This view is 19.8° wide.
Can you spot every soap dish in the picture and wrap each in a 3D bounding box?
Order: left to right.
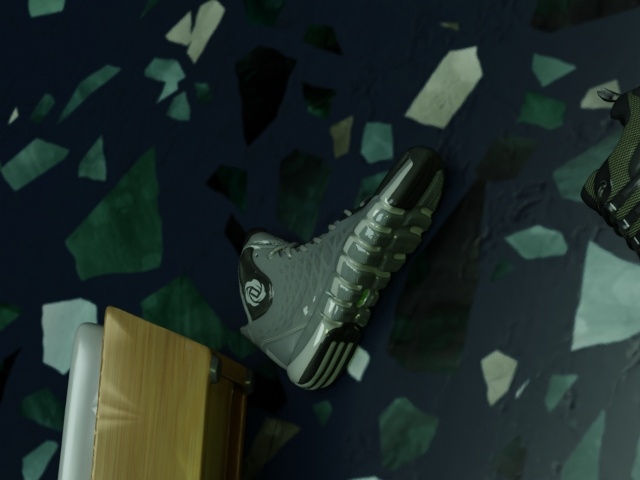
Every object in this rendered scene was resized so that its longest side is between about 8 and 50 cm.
[{"bbox_3d":[-0.133,0.211,1.496,0.118,0.229,0.291,2,81,8],"label":"soap dish"}]

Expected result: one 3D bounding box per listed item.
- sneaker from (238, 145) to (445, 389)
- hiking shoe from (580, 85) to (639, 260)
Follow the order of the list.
[{"bbox_3d":[0.000,0.000,1.548,0.132,0.086,0.229,33,95,29],"label":"sneaker"},{"bbox_3d":[0.265,-0.018,1.442,0.114,0.086,0.227,-8,70,37],"label":"hiking shoe"}]
